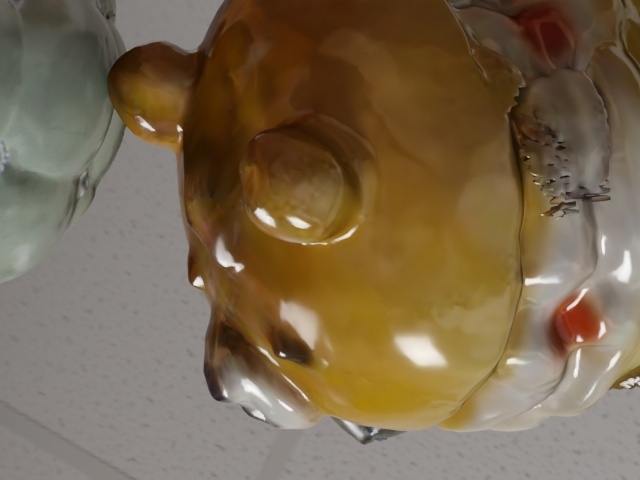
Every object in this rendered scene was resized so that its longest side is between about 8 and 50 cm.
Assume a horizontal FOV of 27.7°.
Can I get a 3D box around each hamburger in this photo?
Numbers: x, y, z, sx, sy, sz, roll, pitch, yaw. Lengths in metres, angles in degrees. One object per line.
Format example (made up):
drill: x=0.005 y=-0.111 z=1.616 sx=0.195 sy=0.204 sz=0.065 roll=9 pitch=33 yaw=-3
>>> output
hamburger: x=0.036 y=-0.028 z=0.649 sx=0.276 sy=0.236 sz=0.276 roll=25 pitch=-61 yaw=56

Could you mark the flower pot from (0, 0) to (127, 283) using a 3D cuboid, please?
flower pot: x=-0.222 y=-0.095 z=0.695 sx=0.246 sy=0.195 sz=0.246 roll=-6 pitch=-132 yaw=7

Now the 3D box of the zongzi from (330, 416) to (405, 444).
zongzi: x=0.000 y=0.000 z=1.489 sx=0.208 sy=0.403 sz=0.432 roll=-22 pitch=-162 yaw=-9
